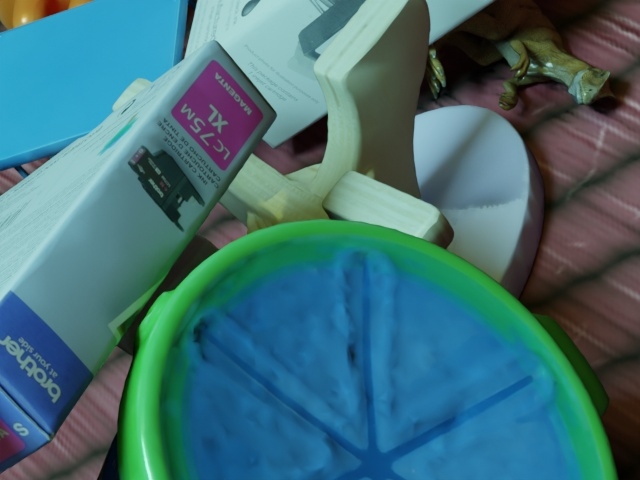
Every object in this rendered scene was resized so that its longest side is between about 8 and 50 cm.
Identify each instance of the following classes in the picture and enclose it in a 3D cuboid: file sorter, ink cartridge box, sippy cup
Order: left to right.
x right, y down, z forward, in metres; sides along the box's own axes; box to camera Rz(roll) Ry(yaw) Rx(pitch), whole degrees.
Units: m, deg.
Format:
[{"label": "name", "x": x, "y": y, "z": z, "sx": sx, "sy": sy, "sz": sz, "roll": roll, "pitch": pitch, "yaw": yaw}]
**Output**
[{"label": "ink cartridge box", "x": -0.148, "y": 0.041, "z": 0.840, "sx": 0.186, "sy": 0.065, "sz": 0.311, "roll": -32, "pitch": 15, "yaw": 36}, {"label": "file sorter", "x": -0.145, "y": -0.081, "z": 1.224, "sx": 0.170, "sy": 0.104, "sz": 0.118, "roll": -15, "pitch": 50, "yaw": 22}, {"label": "sippy cup", "x": -0.014, "y": 0.144, "z": 0.865, "sx": 0.224, "sy": 0.305, "sz": 0.240, "roll": 129, "pitch": 148, "yaw": -49}, {"label": "ink cartridge box", "x": 0.023, "y": -0.181, "z": 1.148, "sx": 0.218, "sy": 0.092, "sz": 0.158, "roll": -30, "pitch": 37, "yaw": 36}]

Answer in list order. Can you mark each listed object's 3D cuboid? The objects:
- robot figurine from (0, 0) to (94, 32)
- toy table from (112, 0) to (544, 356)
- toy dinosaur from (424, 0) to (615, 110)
[{"label": "robot figurine", "x": -0.167, "y": -0.218, "z": 1.329, "sx": 0.158, "sy": 0.128, "sz": 0.219, "roll": -38, "pitch": 39, "yaw": 42}, {"label": "toy table", "x": 0.000, "y": 0.000, "z": 1.034, "sx": 0.252, "sy": 0.161, "sz": 0.274, "roll": 12, "pitch": 63, "yaw": 38}, {"label": "toy dinosaur", "x": 0.112, "y": -0.140, "z": 1.149, "sx": 0.112, "sy": 0.064, "sz": 0.211, "roll": -25, "pitch": 56, "yaw": -3}]
